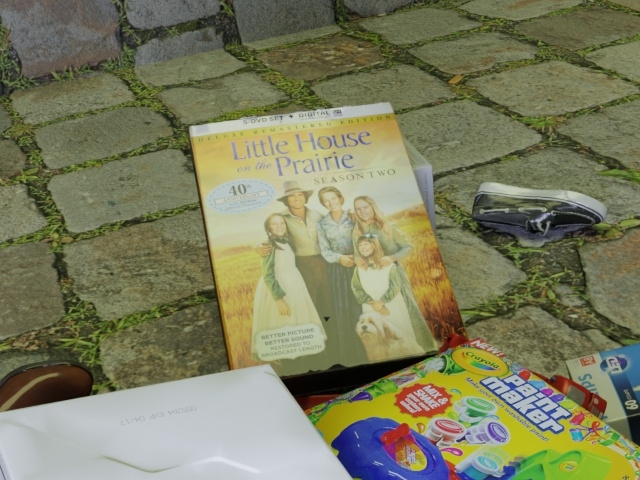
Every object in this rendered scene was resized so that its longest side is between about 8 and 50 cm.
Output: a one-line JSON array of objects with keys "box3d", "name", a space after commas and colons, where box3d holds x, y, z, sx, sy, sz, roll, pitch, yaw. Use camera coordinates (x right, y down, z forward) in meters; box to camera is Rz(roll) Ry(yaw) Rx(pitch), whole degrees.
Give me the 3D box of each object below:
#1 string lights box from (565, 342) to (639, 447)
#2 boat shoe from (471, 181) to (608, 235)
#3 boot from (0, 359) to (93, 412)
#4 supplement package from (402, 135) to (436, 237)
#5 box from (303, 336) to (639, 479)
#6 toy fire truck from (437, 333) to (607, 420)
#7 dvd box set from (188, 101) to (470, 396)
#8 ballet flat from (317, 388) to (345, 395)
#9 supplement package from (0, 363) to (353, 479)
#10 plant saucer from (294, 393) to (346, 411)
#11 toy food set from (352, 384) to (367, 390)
[{"box3d": [0.430, 0.173, 1.137, 0.260, 0.076, 0.133, -15, 26, 8], "name": "string lights box"}, {"box3d": [0.362, -0.042, 1.637, 0.219, 0.077, 0.070, 8, 65, 21], "name": "boat shoe"}, {"box3d": [-0.369, 0.270, 1.167, 0.264, 0.096, 0.280, -17, 29, -20], "name": "boot"}, {"box3d": [0.026, -0.039, 1.558, 0.263, 0.199, 0.198, -12, 28, -10], "name": "supplement package"}, {"box3d": [0.136, 0.272, 0.954, 0.279, 0.177, 0.290, -19, 29, -25], "name": "box"}, {"box3d": [0.223, 0.162, 1.131, 0.047, 0.135, 0.192, -61, 14, -10], "name": "toy fire truck"}, {"box3d": [0.000, 0.000, 1.333, 0.308, 0.062, 0.420, -7, 56, -9], "name": "dvd box set"}, {"box3d": [-0.030, 0.149, 1.340, 0.074, 0.074, 0.203, -23, 42, -29], "name": "ballet flat"}, {"box3d": [-0.124, 0.239, 0.824, 0.262, 0.145, 0.204, -7, 37, -31], "name": "supplement package"}, {"box3d": [-0.106, 0.236, 1.110, 0.259, 0.047, 0.259, -17, -5, -17], "name": "plant saucer"}, {"box3d": [0.102, 0.193, 1.289, 0.122, 0.019, 0.078, -1, 27, -5], "name": "toy food set"}]
